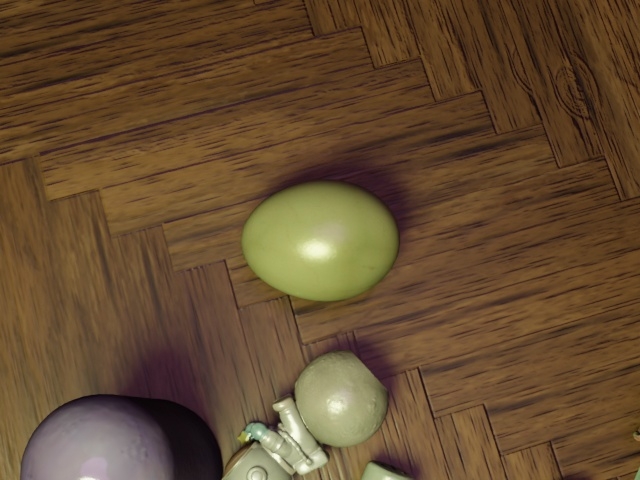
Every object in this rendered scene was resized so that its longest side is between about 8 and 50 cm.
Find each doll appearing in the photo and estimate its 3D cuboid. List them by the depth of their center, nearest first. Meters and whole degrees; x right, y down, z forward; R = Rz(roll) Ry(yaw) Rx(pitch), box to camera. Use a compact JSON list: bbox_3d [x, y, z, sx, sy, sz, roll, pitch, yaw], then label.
[{"bbox_3d":[-0.030,0.291,1.300,0.287,0.151,0.151,-43,83,-7],"label":"doll"}]

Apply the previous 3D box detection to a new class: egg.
[{"bbox_3d":[0.000,0.000,1.339,0.241,0.186,0.186,-2,77,-2],"label":"egg"}]

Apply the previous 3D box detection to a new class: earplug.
[{"bbox_3d":[-0.252,0.293,1.123,0.215,0.456,0.215,0,75,-1],"label":"earplug"}]

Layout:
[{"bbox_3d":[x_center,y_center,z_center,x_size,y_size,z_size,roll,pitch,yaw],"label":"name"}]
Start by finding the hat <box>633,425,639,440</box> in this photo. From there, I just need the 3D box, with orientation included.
[{"bbox_3d":[0.590,0.210,1.279,0.107,0.286,0.237,37,77,-14],"label":"hat"}]

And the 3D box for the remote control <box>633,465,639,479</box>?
[{"bbox_3d":[0.498,0.407,1.322,0.052,0.104,0.247,31,78,-8],"label":"remote control"}]

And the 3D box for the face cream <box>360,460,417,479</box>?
[{"bbox_3d":[0.053,0.483,1.291,0.143,0.089,0.315,21,85,0],"label":"face cream"}]
